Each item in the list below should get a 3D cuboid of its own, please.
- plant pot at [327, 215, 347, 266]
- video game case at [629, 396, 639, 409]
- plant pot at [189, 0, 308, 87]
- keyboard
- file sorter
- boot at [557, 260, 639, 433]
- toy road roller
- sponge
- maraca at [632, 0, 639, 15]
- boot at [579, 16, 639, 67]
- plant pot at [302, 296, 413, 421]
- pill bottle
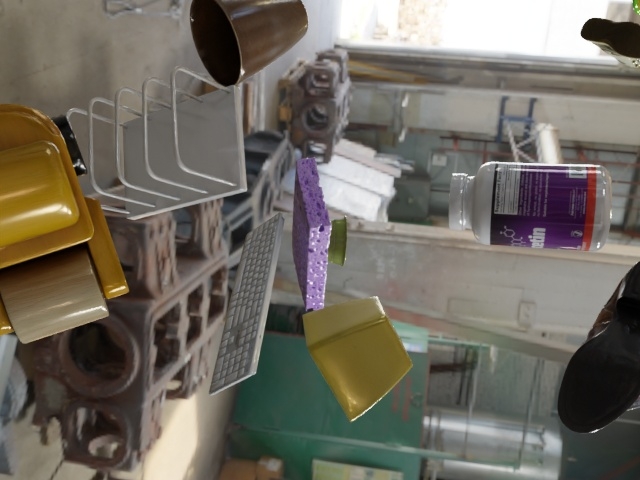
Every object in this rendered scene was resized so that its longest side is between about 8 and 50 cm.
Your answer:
[{"bbox_3d":[0.000,0.000,1.145,0.083,0.079,0.083,-178,-90,-87],"label":"plant pot"},{"bbox_3d":[0.672,0.258,1.382,0.196,0.026,0.274,-40,165,-12],"label":"video game case"},{"bbox_3d":[-0.149,-0.496,1.645,0.230,0.215,0.215,-28,138,-27],"label":"plant pot"},{"bbox_3d":[-0.088,0.069,0.864,0.014,0.072,0.256,44,36,-31],"label":"keyboard"},{"bbox_3d":[-0.296,-0.167,1.240,0.173,0.277,0.193,13,69,-58],"label":"file sorter"},{"bbox_3d":[0.413,0.172,1.033,0.264,0.096,0.280,-64,161,-14],"label":"boot"},{"bbox_3d":[-0.401,-0.020,0.964,0.240,0.202,0.330,-167,-120,-71],"label":"toy road roller"},{"bbox_3d":[-0.016,-0.003,0.995,0.210,0.031,0.117,94,-15,-54],"label":"sponge"},{"bbox_3d":[0.630,-0.492,1.271,0.099,0.127,0.186,54,-39,41],"label":"maraca"},{"bbox_3d":[0.749,-0.462,1.691,0.213,0.165,0.077,44,-67,50],"label":"boot"},{"bbox_3d":[0.094,0.253,1.649,0.212,0.187,0.212,61,3,-15],"label":"plant pot"},{"bbox_3d":[0.443,-0.075,1.508,0.181,0.322,0.182,3,90,-74],"label":"pill bottle"}]
